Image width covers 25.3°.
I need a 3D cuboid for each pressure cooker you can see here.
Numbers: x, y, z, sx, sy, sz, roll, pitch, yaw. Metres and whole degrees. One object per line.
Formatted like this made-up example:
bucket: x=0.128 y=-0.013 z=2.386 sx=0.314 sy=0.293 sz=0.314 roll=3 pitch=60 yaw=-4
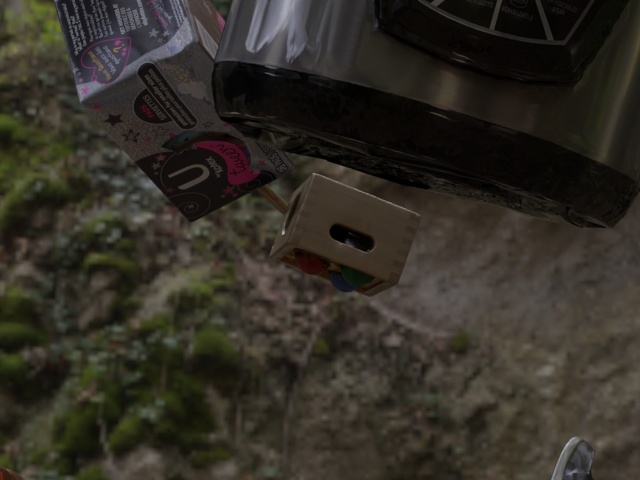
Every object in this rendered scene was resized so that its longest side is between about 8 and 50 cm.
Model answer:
pressure cooker: x=0.125 y=-0.249 z=1.154 sx=0.376 sy=0.420 sz=0.370 roll=16 pitch=-1 yaw=38

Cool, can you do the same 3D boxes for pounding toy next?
pounding toy: x=-0.010 y=-0.002 z=1.601 sx=0.181 sy=0.094 sz=0.206 roll=21 pitch=-12 yaw=-8

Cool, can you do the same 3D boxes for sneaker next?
sneaker: x=0.311 y=0.319 z=1.641 sx=0.118 sy=0.222 sz=0.083 roll=23 pitch=-56 yaw=9

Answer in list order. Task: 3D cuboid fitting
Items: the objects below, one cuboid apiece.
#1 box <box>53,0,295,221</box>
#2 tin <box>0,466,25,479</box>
box: x=-0.154 y=-0.161 z=1.520 sx=0.142 sy=0.163 sz=0.247 roll=-27 pitch=-36 yaw=10
tin: x=-0.252 y=0.216 z=0.951 sx=0.106 sy=0.040 sz=0.189 roll=1 pitch=-46 yaw=-31
